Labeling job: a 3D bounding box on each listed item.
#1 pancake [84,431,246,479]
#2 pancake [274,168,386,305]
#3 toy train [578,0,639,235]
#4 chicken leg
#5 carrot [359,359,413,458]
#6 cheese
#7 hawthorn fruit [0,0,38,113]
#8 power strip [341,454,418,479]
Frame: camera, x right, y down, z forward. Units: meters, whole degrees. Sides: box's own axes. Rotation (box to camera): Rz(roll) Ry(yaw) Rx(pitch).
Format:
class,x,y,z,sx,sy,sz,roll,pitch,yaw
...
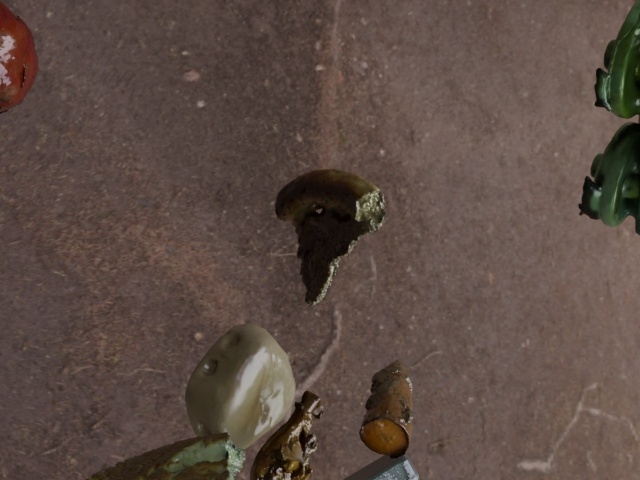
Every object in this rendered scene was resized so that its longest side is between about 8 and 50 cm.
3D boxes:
class,x,y,z,sx,sy,sz,roll,pitch,yaw
pancake,-0.176,0.283,0.643,0.377,0.197,0.054,-19,107,-58
pancake,0.000,0.000,1.078,0.057,0.266,0.244,0,103,-34
toy train,0.313,-0.107,0.505,0.188,0.159,0.271,-46,138,-27
chicken leg,-0.048,0.344,1.089,0.085,0.101,0.207,36,52,-7
carrot,0.141,0.310,1.277,0.101,0.102,0.263,66,20,-16
cheese,-0.136,0.275,1.192,0.218,0.117,0.235,27,78,-51
hawthorn fruit,-0.479,-0.241,0.894,0.181,0.235,0.181,-24,138,-23
power strip,0.065,0.492,1.222,0.265,0.193,0.059,-25,81,-13
